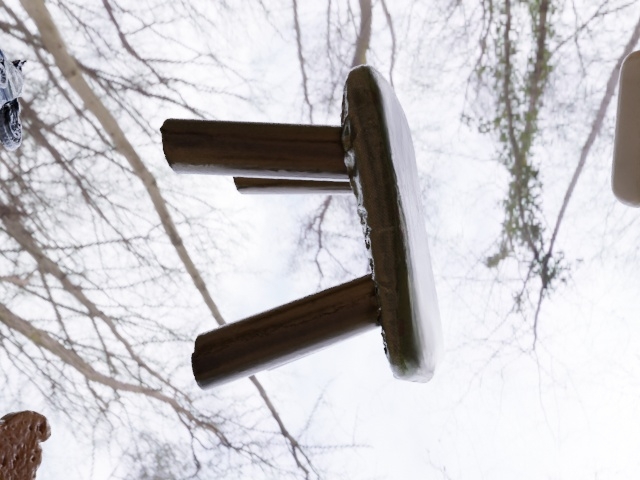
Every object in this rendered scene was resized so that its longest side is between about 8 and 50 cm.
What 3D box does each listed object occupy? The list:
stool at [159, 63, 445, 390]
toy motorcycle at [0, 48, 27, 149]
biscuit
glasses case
[{"bbox_3d":[0.000,0.000,0.867,0.226,0.310,0.310,-9,-95,12],"label":"stool"},{"bbox_3d":[-0.470,-0.247,1.122,0.092,0.254,0.135,-9,-127,5],"label":"toy motorcycle"},{"bbox_3d":[-0.387,0.299,0.878,0.043,0.183,0.280,-7,-144,35],"label":"biscuit"},{"bbox_3d":[0.407,-0.138,1.010,0.050,0.196,0.083,-4,-164,-14],"label":"glasses case"}]
